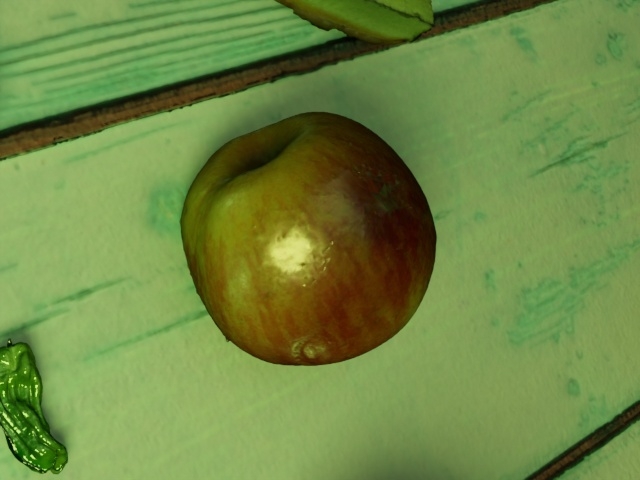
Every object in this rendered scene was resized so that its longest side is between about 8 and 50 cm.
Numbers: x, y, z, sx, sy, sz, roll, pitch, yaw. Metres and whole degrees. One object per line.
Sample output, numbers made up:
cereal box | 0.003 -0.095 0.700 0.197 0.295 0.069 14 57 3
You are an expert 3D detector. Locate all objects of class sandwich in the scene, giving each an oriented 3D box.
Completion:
sandwich | -0.017 -0.292 1.191 0.245 0.063 0.212 20 55 -32

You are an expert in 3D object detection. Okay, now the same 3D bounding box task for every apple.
apple | 0.000 0.000 1.012 0.195 0.160 0.173 -47 123 -36

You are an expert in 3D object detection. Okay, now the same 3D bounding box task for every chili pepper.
chili pepper | -0.186 0.106 0.877 0.034 0.030 0.091 -5 74 -67
